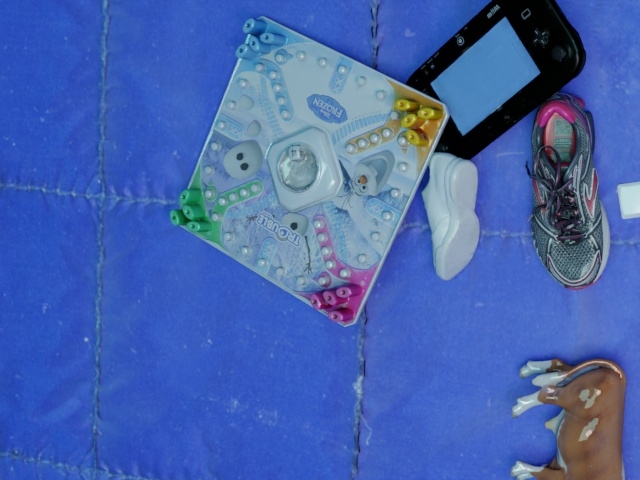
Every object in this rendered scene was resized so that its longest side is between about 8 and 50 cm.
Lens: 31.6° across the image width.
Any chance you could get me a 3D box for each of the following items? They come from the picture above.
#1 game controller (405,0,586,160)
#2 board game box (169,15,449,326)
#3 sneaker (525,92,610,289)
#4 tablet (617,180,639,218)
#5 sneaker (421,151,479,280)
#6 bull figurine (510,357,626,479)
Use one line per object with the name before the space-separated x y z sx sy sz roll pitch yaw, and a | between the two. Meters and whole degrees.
game controller | 0.251 -0.245 1.690 0.166 0.067 0.319 54 134 4
board game box | -0.036 -0.116 1.826 0.390 0.050 0.390 30 106 25
sneaker | 0.362 -0.071 1.705 0.121 0.112 0.299 -8 95 19
tablet | 0.497 -0.064 1.715 0.083 0.006 0.054 -8 94 20
sneaker | 0.195 -0.042 1.783 0.094 0.080 0.212 29 128 41
bull figurine | 0.394 0.327 1.747 0.189 0.101 0.310 4 98 20
